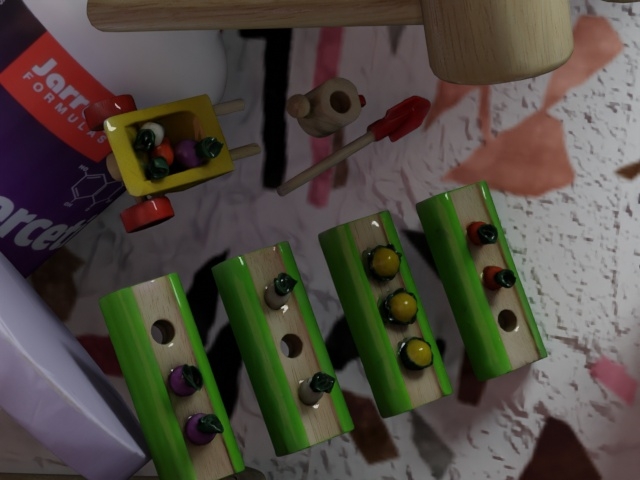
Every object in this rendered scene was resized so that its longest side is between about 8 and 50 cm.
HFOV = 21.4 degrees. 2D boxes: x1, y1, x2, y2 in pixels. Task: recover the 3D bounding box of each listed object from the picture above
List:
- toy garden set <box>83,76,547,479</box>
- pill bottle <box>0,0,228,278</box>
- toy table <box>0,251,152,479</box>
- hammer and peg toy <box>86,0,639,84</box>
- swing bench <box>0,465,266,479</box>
[{"bbox_3d":[0.000,0.000,0.901,0.049,0.244,0.204,-25,83,60],"label":"toy garden set"},{"bbox_3d":[-0.182,-0.088,0.978,0.323,0.181,0.181,-40,80,17],"label":"pill bottle"},{"bbox_3d":[-0.226,0.064,0.831,0.161,0.252,0.274,-39,110,-2],"label":"toy table"},{"bbox_3d":[0.053,-0.189,0.804,0.266,0.361,0.127,4,114,20],"label":"hammer and peg toy"},{"bbox_3d":[-0.132,0.267,0.994,0.254,0.165,0.253,-4,91,14],"label":"swing bench"}]
